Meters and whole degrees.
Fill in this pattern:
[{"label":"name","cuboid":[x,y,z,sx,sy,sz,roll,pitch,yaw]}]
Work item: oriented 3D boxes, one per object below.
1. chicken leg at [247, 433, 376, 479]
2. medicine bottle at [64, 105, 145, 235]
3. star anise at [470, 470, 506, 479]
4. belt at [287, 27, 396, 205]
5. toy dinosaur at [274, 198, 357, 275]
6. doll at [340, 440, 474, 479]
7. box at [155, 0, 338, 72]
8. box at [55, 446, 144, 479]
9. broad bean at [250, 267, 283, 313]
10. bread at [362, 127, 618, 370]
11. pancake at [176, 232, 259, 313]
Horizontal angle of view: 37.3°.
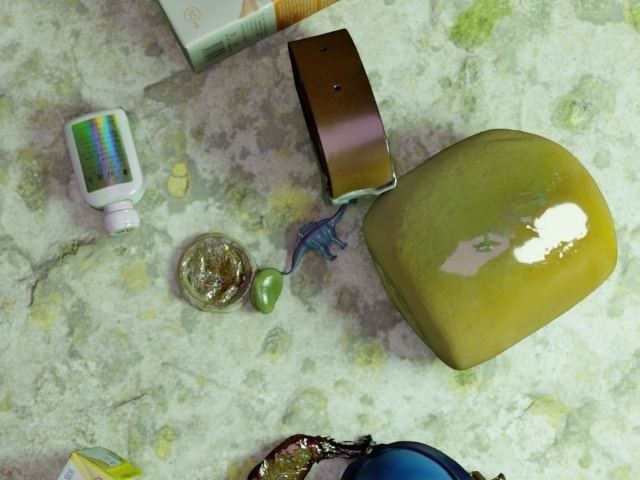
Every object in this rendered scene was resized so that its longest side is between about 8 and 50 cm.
[{"label":"chicken leg","cuboid":[-0.026,0.385,1.640,0.253,0.051,0.105,-25,89,-5]},{"label":"medicine bottle","cuboid":[-0.378,-0.120,1.699,0.115,0.078,0.219,-15,82,-4]},{"label":"star anise","cuboid":[0.278,0.487,1.621,0.097,0.070,0.190,18,83,30]},{"label":"belt","cuboid":[0.028,-0.214,1.626,0.122,0.217,0.338,-15,53,-2]},{"label":"toy dinosaur","cuboid":[0.000,0.000,1.698,0.197,0.045,0.080,-43,83,6]},{"label":"doll","cuboid":[0.143,0.484,1.540,0.284,0.240,0.309,10,97,38]},{"label":"box","cuboid":[-0.137,-0.490,1.724,0.341,0.143,0.224,-28,83,-5]},{"label":"box","cuboid":[-0.415,0.479,1.569,0.097,0.168,0.265,30,84,7]},{"label":"broad bean","cuboid":[-0.097,0.088,1.683,0.063,0.045,0.083,22,82,-35]},{"label":"bread","cuboid":[0.286,-0.004,1.599,0.376,0.253,0.348,-29,80,-6]},{"label":"pancake","cuboid":[-0.184,0.057,1.700,0.152,0.025,0.151,0,81,1]}]
